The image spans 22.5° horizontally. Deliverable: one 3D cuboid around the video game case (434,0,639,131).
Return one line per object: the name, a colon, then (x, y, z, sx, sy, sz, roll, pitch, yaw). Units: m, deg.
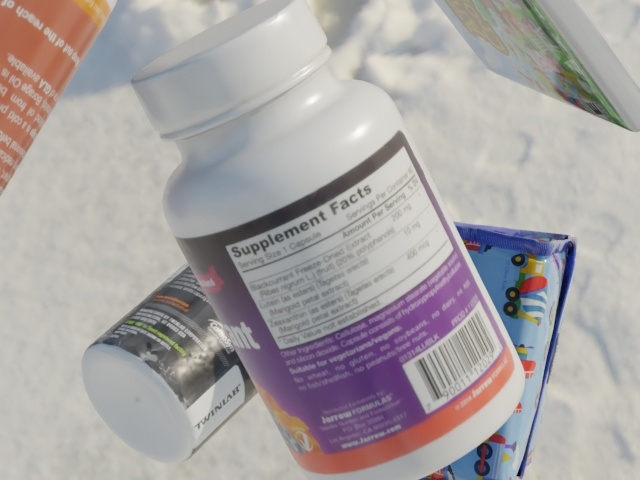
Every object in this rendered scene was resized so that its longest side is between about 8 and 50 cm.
video game case: (0.098, -0.165, 0.997, 0.023, 0.212, 0.193, -45, 28, -4)

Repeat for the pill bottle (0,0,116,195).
pill bottle: (-0.195, -0.057, 0.734, 0.121, 0.121, 0.216, 22, 79, 42)

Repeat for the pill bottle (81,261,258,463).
pill bottle: (-0.085, 0.076, 1.431, 0.130, 0.130, 0.246, 14, 42, 38)

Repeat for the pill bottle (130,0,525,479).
pill bottle: (0.000, 0.000, 0.676, 0.108, 0.193, 0.108, -25, 14, 7)

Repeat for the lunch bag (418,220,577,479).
lunch bag: (0.153, 0.098, 1.418, 0.138, 0.221, 0.293, 11, 4, 21)
